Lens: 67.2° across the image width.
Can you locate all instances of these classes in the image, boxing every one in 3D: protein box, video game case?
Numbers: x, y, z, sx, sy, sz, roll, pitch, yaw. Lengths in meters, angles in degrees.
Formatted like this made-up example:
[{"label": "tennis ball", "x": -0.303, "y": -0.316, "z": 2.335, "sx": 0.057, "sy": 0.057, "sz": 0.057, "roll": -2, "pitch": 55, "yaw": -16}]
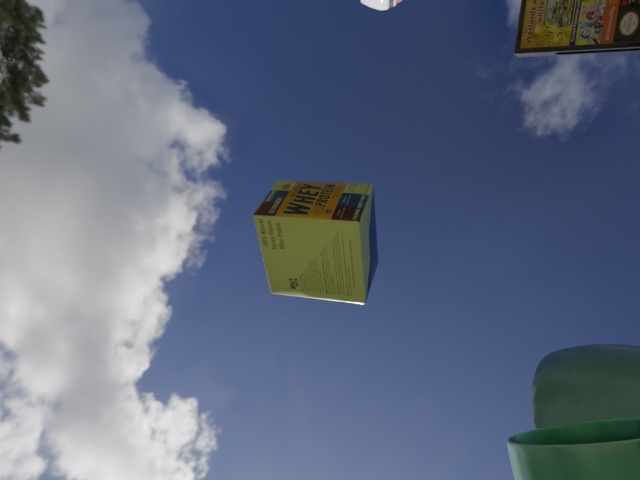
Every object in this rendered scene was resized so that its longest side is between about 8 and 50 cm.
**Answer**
[{"label": "protein box", "x": 0.000, "y": 0.000, "z": 0.960, "sx": 0.201, "sy": 0.136, "sz": 0.199, "roll": 4, "pitch": -53, "yaw": 17}, {"label": "video game case", "x": 0.445, "y": -0.429, "z": 0.730, "sx": 0.248, "sy": 0.035, "sz": 0.274, "roll": 12, "pitch": -78, "yaw": 35}]

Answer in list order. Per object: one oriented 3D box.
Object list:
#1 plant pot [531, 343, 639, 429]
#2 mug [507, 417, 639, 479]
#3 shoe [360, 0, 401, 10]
[{"label": "plant pot", "x": 0.488, "y": 0.273, "z": 0.700, "sx": 0.290, "sy": 0.290, "sz": 0.195, "roll": 55, "pitch": -43, "yaw": 7}, {"label": "mug", "x": 0.217, "y": 0.191, "z": 0.350, "sx": 0.130, "sy": 0.158, "sz": 0.097, "roll": -11, "pitch": -107, "yaw": 7}, {"label": "shoe", "x": 0.084, "y": -0.186, "z": 0.244, "sx": 0.081, "sy": 0.063, "sz": 0.177, "roll": 21, "pitch": -105, "yaw": 5}]
